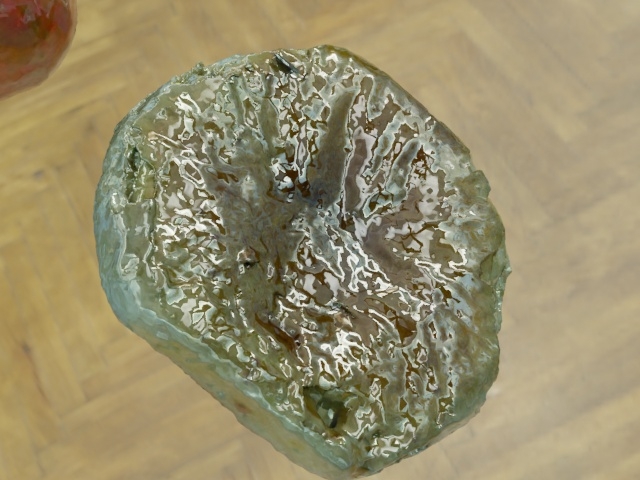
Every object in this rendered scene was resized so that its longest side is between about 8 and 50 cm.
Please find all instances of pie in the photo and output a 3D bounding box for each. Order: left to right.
[{"bbox_3d":[0.000,0.000,0.624,0.046,0.195,0.195,-37,17,55],"label":"pie"}]

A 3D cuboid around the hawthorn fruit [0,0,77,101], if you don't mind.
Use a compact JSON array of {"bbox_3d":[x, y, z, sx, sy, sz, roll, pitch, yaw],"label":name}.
[{"bbox_3d":[-0.229,-0.167,0.870,0.189,0.189,0.189,-10,44,9],"label":"hawthorn fruit"}]
